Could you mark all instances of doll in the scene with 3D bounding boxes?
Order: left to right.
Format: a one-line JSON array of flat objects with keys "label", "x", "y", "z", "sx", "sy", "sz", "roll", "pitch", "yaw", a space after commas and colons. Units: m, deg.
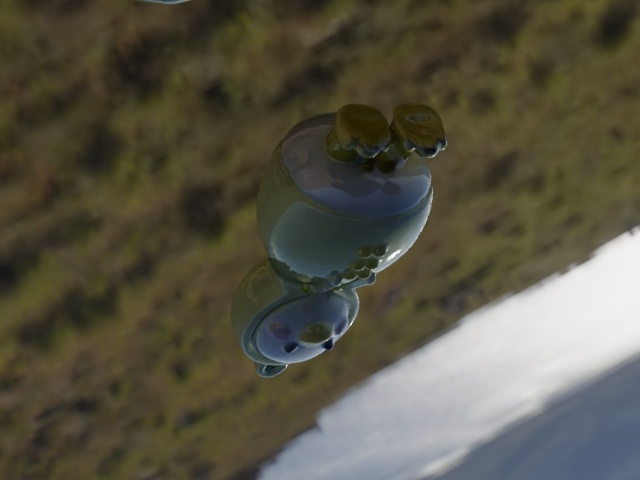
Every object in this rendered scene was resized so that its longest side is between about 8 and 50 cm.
[{"label": "doll", "x": 0.006, "y": 0.009, "z": 1.563, "sx": 0.141, "sy": 0.117, "sz": 0.296, "roll": -9, "pitch": 134, "yaw": -32}]

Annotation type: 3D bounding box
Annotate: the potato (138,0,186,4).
[{"label": "potato", "x": -0.026, "y": -0.350, "z": 1.759, "sx": 0.280, "sy": 0.213, "sz": 0.330, "roll": 5, "pitch": -154, "yaw": 42}]
